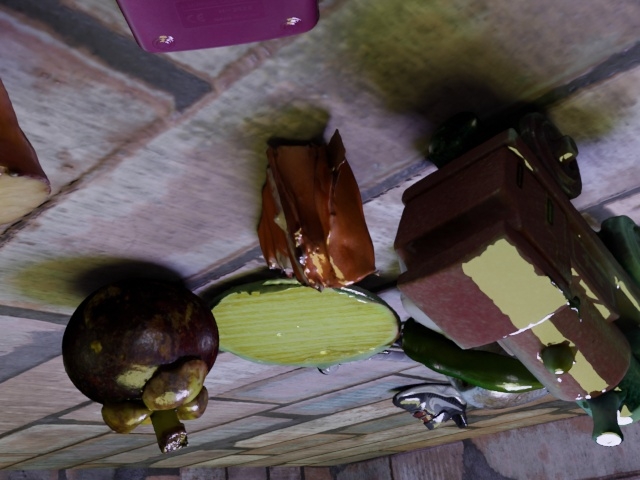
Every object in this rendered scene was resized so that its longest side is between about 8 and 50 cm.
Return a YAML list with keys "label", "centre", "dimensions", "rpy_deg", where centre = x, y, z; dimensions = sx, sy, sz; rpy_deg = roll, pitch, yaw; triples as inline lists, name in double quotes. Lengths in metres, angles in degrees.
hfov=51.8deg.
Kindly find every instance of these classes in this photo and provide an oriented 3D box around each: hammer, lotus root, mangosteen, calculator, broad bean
- label: "hammer"
  centre: [0.194, 0.237, 1.326]
  dimensions: [0.427, 0.044, 0.152]
  rpy_deg: [12, 149, -39]
- label: "lotus root"
  centre: [0.346, 0.188, 1.085]
  dimensions: [0.322, 0.140, 0.158]
  rpy_deg: [-8, 177, -31]
- label: "mangosteen"
  centre: [-0.213, 0.155, 0.808]
  dimensions: [0.192, 0.217, 0.192]
  rpy_deg: [-12, 157, -5]
- label: "calculator"
  centre: [-0.063, -0.167, 0.356]
  dimensions: [0.127, 0.034, 0.190]
  rpy_deg: [-9, 157, -1]
- label: "broad bean"
  centre: [0.186, 0.147, 0.866]
  dimensions: [0.144, 0.049, 0.292]
  rpy_deg: [4, -173, -32]

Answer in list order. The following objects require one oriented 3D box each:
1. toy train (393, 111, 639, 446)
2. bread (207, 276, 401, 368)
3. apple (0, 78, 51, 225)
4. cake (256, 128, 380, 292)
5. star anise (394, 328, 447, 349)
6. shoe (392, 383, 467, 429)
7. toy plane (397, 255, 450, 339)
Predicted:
- label: "toy train"
  centre: [0.196, 0.033, 0.573]
  dimensions: [0.150, 0.221, 0.304]
  rpy_deg: [-32, 114, 36]
- label: "bread"
  centre: [-0.033, 0.120, 0.959]
  dimensions: [0.301, 0.045, 0.301]
  rpy_deg: [0, 150, 0]
- label: "apple"
  centre: [-0.273, -0.094, 0.301]
  dimensions: [0.251, 0.163, 0.293]
  rpy_deg: [-10, 171, -19]
- label: "cake"
  centre: [-0.006, 0.002, 0.667]
  dimensions: [0.098, 0.135, 0.287]
  rpy_deg: [-19, 166, -8]
- label: "star anise"
  centre: [0.204, 0.163, 1.137]
  dimensions: [0.168, 0.057, 0.168]
  rpy_deg: [-5, 157, -2]
- label: "shoe"
  centre: [0.294, 0.431, 1.696]
  dimensions: [0.228, 0.112, 0.099]
  rpy_deg: [3, 155, -25]
- label: "toy plane"
  centre: [0.232, 0.057, 0.826]
  dimensions: [0.267, 0.122, 0.267]
  rpy_deg: [-6, 159, -2]
